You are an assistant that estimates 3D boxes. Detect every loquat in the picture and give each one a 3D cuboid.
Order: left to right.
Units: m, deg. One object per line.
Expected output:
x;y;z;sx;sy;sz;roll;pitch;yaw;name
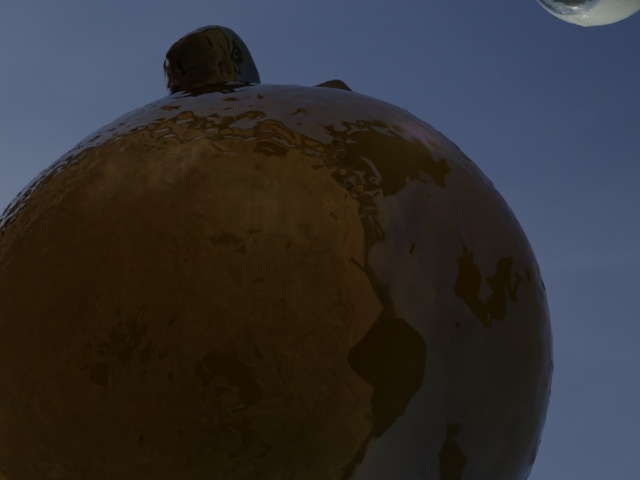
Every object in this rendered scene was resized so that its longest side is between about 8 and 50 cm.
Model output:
-0.037;0.042;0.624;0.328;0.328;0.359;-26;-115;38;loquat

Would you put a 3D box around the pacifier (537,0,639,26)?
0.159;-0.235;0.626;0.238;0.287;0.225;12;-89;18;pacifier

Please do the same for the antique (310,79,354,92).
0.000;0.000;1.075;0.093;0.087;0.310;51;-28;36;antique
